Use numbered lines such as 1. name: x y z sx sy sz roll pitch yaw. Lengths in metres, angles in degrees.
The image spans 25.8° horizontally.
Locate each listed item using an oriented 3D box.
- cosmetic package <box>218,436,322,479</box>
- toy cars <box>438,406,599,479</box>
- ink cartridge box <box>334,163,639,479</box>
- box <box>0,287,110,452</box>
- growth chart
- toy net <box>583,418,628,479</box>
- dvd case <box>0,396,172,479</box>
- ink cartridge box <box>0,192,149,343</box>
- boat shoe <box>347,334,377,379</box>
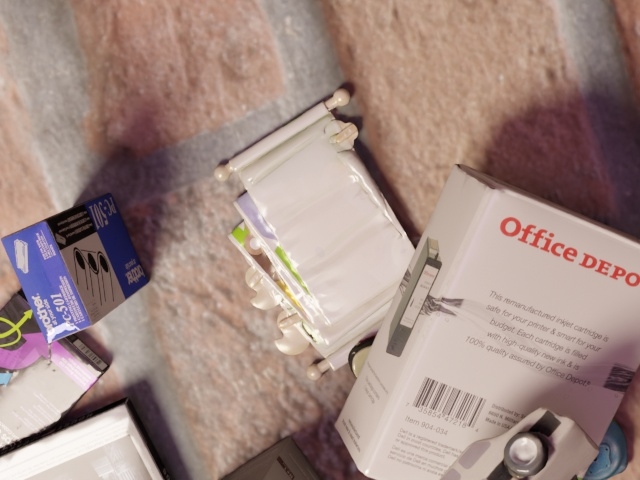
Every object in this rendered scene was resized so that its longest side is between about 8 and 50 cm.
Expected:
1. cosmetic package: -0.052 0.278 1.244 0.107 0.238 0.127 -33 94 9
2. toy cars: 0.110 0.297 1.189 0.087 0.176 0.393 38 125 37
3. ink cartridge box: 0.163 0.096 1.235 0.198 0.115 0.272 22 99 -16
4. box: -0.300 0.143 1.358 0.116 0.029 0.162 42 102 -1
5. growth chart: 0.000 0.000 1.311 0.172 0.021 0.237 -26 94 9
6. toy net: 0.297 0.269 1.308 0.122 0.045 0.232 -12 98 6
7. dvd case: -0.213 0.290 1.354 0.179 0.029 0.238 -24 101 7
8. ink cartridge box: -0.213 0.020 1.241 0.046 0.207 0.097 -22 95 9
9. boat shoe: 0.091 0.103 1.304 0.133 0.042 0.049 -9 100 -8
